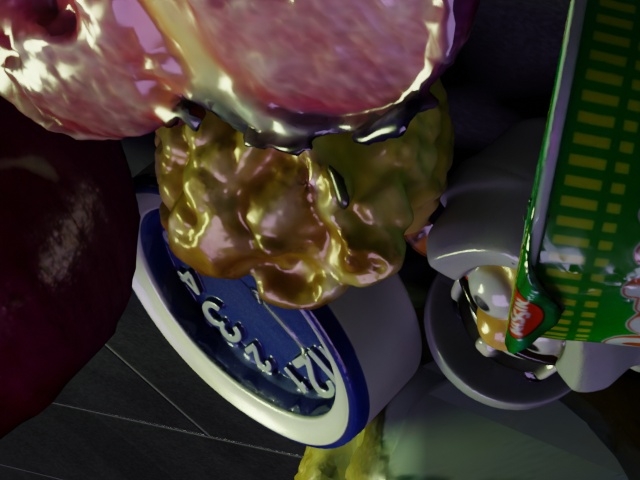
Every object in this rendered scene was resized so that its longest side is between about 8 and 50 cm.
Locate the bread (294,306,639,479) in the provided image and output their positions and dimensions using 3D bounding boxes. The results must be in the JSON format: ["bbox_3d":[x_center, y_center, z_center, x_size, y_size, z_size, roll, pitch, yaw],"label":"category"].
[{"bbox_3d":[0.172,0.213,1.417,0.395,0.239,0.264,18,159,2],"label":"bread"}]

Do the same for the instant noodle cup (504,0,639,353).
[{"bbox_3d":[0.215,-0.024,0.872,0.233,0.207,0.207,12,158,5],"label":"instant noodle cup"}]

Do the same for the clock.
[{"bbox_3d":[-0.038,0.032,1.291,0.230,0.083,0.230,33,150,22],"label":"clock"}]

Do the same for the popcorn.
[{"bbox_3d":[-0.010,-0.048,1.061,0.180,0.180,0.170,20,-167,4],"label":"popcorn"}]

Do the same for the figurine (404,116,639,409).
[{"bbox_3d":[0.128,0.014,1.125,0.176,0.133,0.236,40,166,4],"label":"figurine"}]

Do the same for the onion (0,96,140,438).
[{"bbox_3d":[-0.303,-0.037,1.163,0.348,0.347,0.385,5,140,37],"label":"onion"}]

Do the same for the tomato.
[{"bbox_3d":[-0.056,-0.194,0.739,0.335,0.176,0.289,-1,129,45],"label":"tomato"}]
